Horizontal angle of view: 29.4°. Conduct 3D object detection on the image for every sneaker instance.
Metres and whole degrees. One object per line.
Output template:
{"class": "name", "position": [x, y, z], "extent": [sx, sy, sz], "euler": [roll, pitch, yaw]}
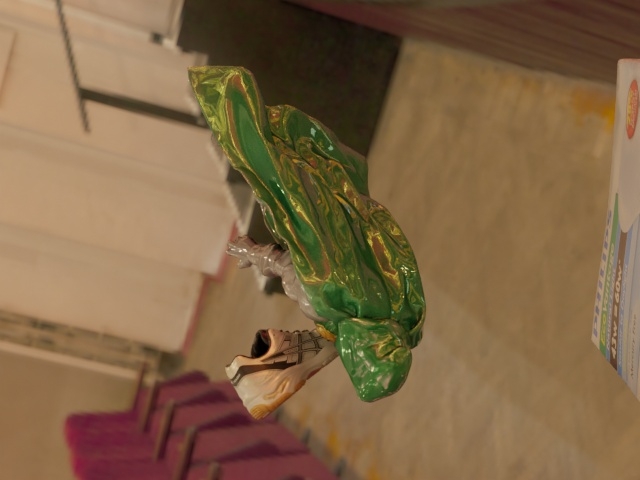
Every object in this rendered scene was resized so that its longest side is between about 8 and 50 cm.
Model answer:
{"class": "sneaker", "position": [-0.015, 0.056, 0.625], "extent": [0.083, 0.037, 0.032], "euler": [-34, -7, -48]}

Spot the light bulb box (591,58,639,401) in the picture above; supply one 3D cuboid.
{"class": "light bulb box", "position": [0.442, -0.013, 1.295], "extent": [0.361, 0.225, 0.358], "euler": [-78, -9, -81]}

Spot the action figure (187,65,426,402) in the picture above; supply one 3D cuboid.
{"class": "action figure", "position": [0.000, 0.000, 0.659], "extent": [0.063, 0.137, 0.232], "euler": [-56, 33, 23]}
